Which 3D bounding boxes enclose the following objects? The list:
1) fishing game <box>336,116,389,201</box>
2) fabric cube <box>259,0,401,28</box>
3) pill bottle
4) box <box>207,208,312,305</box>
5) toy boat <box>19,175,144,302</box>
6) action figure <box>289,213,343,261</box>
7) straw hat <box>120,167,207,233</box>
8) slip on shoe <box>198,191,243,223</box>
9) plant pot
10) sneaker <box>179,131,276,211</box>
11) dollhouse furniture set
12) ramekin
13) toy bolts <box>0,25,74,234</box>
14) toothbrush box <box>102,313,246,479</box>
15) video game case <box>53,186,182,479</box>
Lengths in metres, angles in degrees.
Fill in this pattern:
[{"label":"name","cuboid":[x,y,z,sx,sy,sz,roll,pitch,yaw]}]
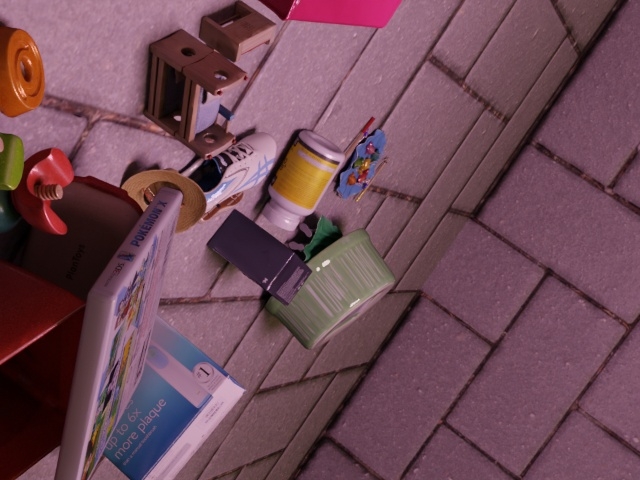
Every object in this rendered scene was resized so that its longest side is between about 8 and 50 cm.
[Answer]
[{"label":"fishing game","cuboid":[0.103,-0.169,2.222,0.189,0.041,0.264,-52,161,-10]},{"label":"fabric cube","cuboid":[-0.014,-0.425,1.142,0.258,0.259,0.254,-18,141,-60]},{"label":"pill bottle","cuboid":[-0.038,-0.114,1.882,0.184,0.103,0.103,-59,161,16]},{"label":"box","cuboid":[-0.115,0.035,1.881,0.093,0.156,0.158,-53,161,-4]},{"label":"toy boat","cuboid":[-0.333,0.002,1.380,0.151,0.151,0.231,-81,-164,-62]},{"label":"action figure","cuboid":[0.000,0.000,2.240,0.137,0.063,0.232,-58,162,9]},{"label":"straw hat","cuboid":[-0.245,-0.078,1.508,0.144,0.144,0.061,107,-11,-45]},{"label":"slip on shoe","cuboid":[-0.189,-0.066,1.710,0.041,0.051,0.135,-17,-162,39]},{"label":"plant pot","cuboid":[-0.459,0.157,1.154,0.267,0.236,0.267,-37,155,-39]},{"label":"sneaker","cuboid":[-0.153,-0.123,1.621,0.237,0.085,0.086,-40,161,-38]},{"label":"dollhouse furniture set","cuboid":[-0.139,-0.232,1.389,0.184,0.129,0.129,-38,156,-38]},{"label":"ramekin","cuboid":[0.032,0.123,2.280,0.303,0.148,0.303,-38,170,-8]},{"label":"toy bolts","cuboid":[-0.392,-0.108,1.083,0.228,0.158,0.218,71,17,-56]},{"label":"toothbrush box","cuboid":[-0.305,0.221,1.543,0.216,0.295,0.126,-49,160,-10]},{"label":"video game case","cuboid":[-0.263,0.132,1.254,0.300,0.036,0.329,-74,-178,-63]}]
